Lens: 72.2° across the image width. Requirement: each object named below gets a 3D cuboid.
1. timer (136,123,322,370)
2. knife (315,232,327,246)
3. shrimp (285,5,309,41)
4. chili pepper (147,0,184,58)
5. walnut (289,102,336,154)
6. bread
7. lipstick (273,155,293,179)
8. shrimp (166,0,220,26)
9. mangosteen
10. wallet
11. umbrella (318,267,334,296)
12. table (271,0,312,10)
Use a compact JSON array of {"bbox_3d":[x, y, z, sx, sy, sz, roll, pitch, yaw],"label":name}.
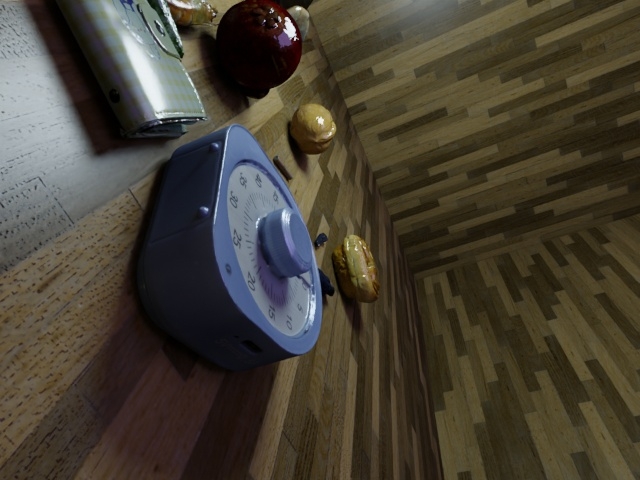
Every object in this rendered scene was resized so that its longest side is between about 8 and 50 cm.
[{"bbox_3d":[-0.104,0.028,0.741,0.395,0.173,0.395,-20,90,-74],"label":"timer"},{"bbox_3d":[0.000,0.000,1.385,0.031,0.018,0.121,66,18,-9],"label":"knife"},{"bbox_3d":[-0.132,-0.603,1.389,0.178,0.289,0.075,-30,85,-34],"label":"shrimp"},{"bbox_3d":[-0.301,-0.434,0.773,0.059,0.088,0.227,-41,116,-35],"label":"chili pepper"},{"bbox_3d":[-0.026,-0.376,1.486,0.207,0.159,0.159,-95,159,-54],"label":"walnut"},{"bbox_3d":[0.125,0.100,1.497,0.198,0.120,0.236,36,38,-65],"label":"bread"},{"bbox_3d":[-0.107,-0.209,1.265,0.094,0.018,0.019,50,26,-51],"label":"lipstick"},{"bbox_3d":[-0.295,-0.504,0.910,0.150,0.068,0.248,66,21,3],"label":"shrimp"},{"bbox_3d":[-0.158,-0.471,1.117,0.257,0.215,0.215,122,-42,-64],"label":"mangosteen"},{"bbox_3d":[-0.300,-0.312,0.671,0.310,0.077,0.223,65,18,-10],"label":"wallet"},{"bbox_3d":[-0.007,0.111,1.170,0.248,0.070,0.071,36,38,-70],"label":"umbrella"},{"bbox_3d":[-0.150,-0.787,1.370,0.317,0.317,0.249,57,36,-40],"label":"table"}]
